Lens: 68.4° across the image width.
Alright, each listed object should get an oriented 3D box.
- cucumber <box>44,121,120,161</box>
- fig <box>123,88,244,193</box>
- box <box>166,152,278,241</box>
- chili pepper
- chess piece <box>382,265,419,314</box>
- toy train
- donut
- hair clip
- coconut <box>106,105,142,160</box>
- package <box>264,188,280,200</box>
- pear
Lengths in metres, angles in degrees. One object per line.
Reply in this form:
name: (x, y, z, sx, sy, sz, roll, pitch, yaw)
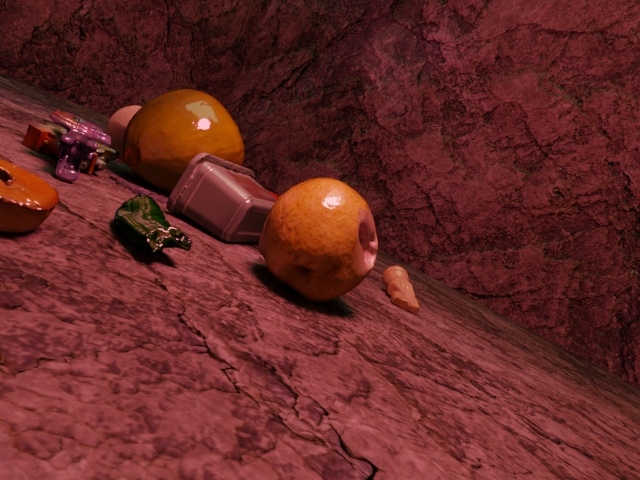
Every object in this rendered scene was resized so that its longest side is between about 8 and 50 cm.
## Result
cucumber: (-0.713, -0.285, 1.398, 0.220, 0.046, 0.070, 21, 10, -23)
fig: (-0.414, -0.284, 1.409, 0.343, 0.343, 0.343, 25, 6, -3)
box: (-0.225, -0.091, 1.248, 0.182, 0.175, 0.312, 37, 9, 13)
chili pepper: (-0.298, -0.022, 0.818, 0.098, 0.061, 0.224, 4, 22, -36)
chess piece: (0.250, 0.158, 1.466, 0.090, 0.090, 0.200, 25, 18, -11)
toy train: (-0.623, -0.224, 1.164, 0.176, 0.074, 0.118, 32, 17, 13)
donut: (-0.437, -0.064, 0.618, 0.162, 0.065, 0.178, 29, 4, -13)
hair clip: (-0.547, -0.232, 1.070, 0.137, 0.090, 0.278, 17, 27, -34)
coconut: (-0.639, -0.369, 1.665, 0.202, 0.202, 0.222, 25, 5, -6)
package: (-0.258, -0.144, 1.676, 0.424, 0.123, 0.196, 30, 5, 23)
pear: (0.000, 0.000, 1.003, 0.271, 0.271, 0.271, 25, 6, -3)
